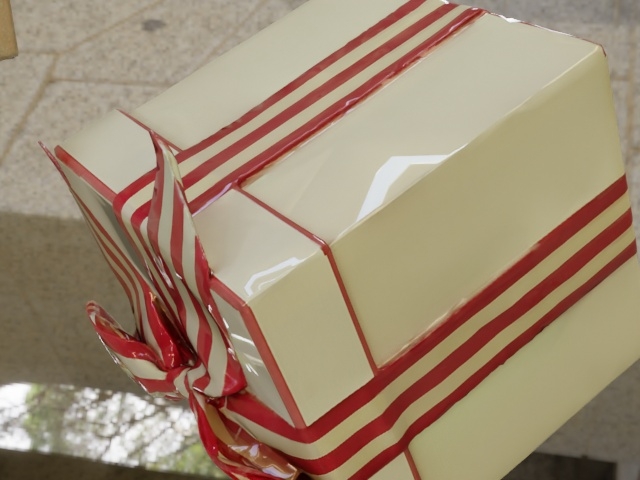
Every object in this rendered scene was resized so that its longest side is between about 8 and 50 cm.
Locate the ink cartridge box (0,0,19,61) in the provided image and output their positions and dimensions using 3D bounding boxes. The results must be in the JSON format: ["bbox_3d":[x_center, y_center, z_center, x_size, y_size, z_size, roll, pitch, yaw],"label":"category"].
[{"bbox_3d":[-0.275,-0.165,0.446,0.234,0.088,0.193,-15,-75,-36],"label":"ink cartridge box"}]

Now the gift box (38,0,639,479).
[{"bbox_3d":[0.000,0.000,0.569,0.258,0.255,0.276,-37,-56,-18],"label":"gift box"}]
